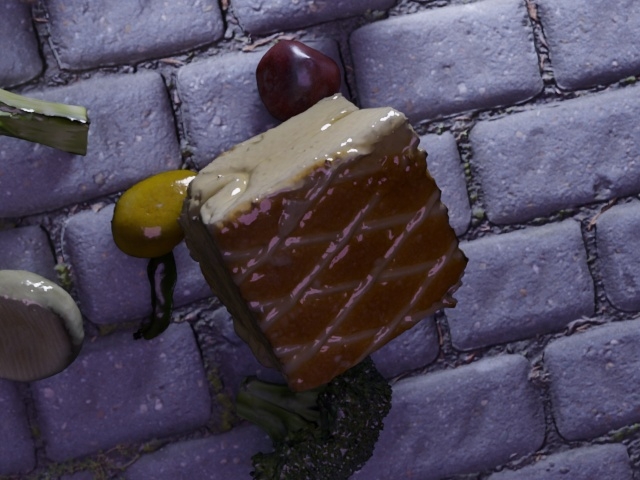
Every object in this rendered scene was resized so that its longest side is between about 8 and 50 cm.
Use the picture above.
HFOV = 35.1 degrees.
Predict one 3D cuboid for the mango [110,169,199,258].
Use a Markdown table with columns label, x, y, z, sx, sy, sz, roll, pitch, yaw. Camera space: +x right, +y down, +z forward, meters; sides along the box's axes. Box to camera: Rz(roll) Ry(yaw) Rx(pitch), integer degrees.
| label | x | y | z | sx | sy | sz | roll | pitch | yaw |
| --- | --- | --- | --- | --- | --- | --- | --- | --- | --- |
| mango | -0.277 | -0.049 | 1.767 | 0.195 | 0.098 | 0.137 | -33 | 66 | -20 |

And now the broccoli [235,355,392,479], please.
| label | x | y | z | sx | sy | sz | roll | pitch | yaw |
| --- | --- | --- | --- | --- | --- | --- | --- | --- | --- |
| broccoli | -0.007 | 0.325 | 1.759 | 0.260 | 0.288 | 0.235 | -14 | 94 | 28 |

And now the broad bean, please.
| label | x | y | z | sx | sy | sz | roll | pitch | yaw |
| --- | --- | --- | --- | --- | --- | --- | --- | --- | --- |
| broad bean | -0.286 | 0.089 | 1.802 | 0.061 | 0.046 | 0.195 | 14 | 91 | 6 |

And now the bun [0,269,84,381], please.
| label | x | y | z | sx | sy | sz | roll | pitch | yaw |
| --- | --- | --- | --- | --- | --- | --- | --- | --- | --- |
| bun | -0.511 | 0.135 | 1.728 | 0.223 | 0.127 | 0.222 | -3 | 121 | -4 |

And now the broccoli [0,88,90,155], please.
| label | x | y | z | sx | sy | sz | roll | pitch | yaw |
| --- | --- | --- | --- | --- | --- | --- | --- | --- | --- |
| broccoli | -0.572 | -0.227 | 1.694 | 0.362 | 0.252 | 0.221 | 9 | 94 | -45 |

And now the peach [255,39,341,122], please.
| label | x | y | z | sx | sy | sz | roll | pitch | yaw |
| --- | --- | --- | --- | --- | --- | --- | --- | --- | --- |
| peach | -0.034 | -0.288 | 1.791 | 0.152 | 0.152 | 0.152 | 0 | 91 | -11 |

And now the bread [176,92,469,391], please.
| label | x | y | z | sx | sy | sz | roll | pitch | yaw |
| --- | --- | --- | --- | --- | --- | --- | --- | --- | --- |
| bread | 0.000 | 0.000 | 1.698 | 0.390 | 0.279 | 0.371 | -31 | 120 | -10 |
